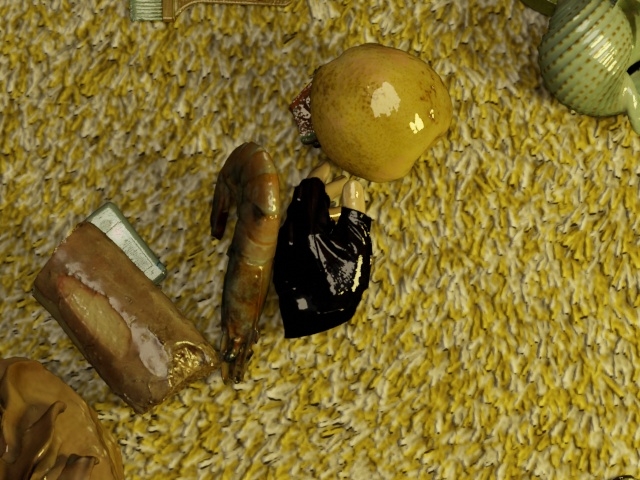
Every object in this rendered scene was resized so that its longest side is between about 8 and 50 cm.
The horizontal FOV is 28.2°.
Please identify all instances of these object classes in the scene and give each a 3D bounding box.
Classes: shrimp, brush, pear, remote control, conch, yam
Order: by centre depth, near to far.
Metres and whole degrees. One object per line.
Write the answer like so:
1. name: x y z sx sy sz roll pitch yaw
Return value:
1. yam: -0.239 0.099 1.529 0.128 0.129 0.238 -45 83 11
2. shrimp: -0.104 0.023 1.558 0.058 0.169 0.296 3 109 -26
3. pear: 0.069 -0.161 1.558 0.178 0.178 0.178 0 79 1
4. conch: 0.351 -0.223 1.587 0.172 0.131 0.200 -43 122 -29
5. remote control: -0.246 0.010 1.603 0.053 0.018 0.124 -40 81 -5
6. brush: -0.143 -0.325 1.674 0.218 0.010 0.082 0 78 0

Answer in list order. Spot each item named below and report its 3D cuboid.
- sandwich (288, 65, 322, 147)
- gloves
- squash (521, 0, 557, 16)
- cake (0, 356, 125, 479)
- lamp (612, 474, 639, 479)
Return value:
1. sandwich: -0.002 -0.168 1.631 0.069 0.026 0.101 32 81 6
2. gloves: 0.000 0.000 1.543 0.124 0.164 0.203 5 65 -38
3. squash: 0.348 -0.408 1.668 0.252 0.049 0.252 0 77 -1
4. cake: -0.384 0.289 1.397 0.332 0.321 0.332 0 79 -1
5. lamp: 0.494 0.251 1.513 0.203 0.124 0.283 31 83 27
